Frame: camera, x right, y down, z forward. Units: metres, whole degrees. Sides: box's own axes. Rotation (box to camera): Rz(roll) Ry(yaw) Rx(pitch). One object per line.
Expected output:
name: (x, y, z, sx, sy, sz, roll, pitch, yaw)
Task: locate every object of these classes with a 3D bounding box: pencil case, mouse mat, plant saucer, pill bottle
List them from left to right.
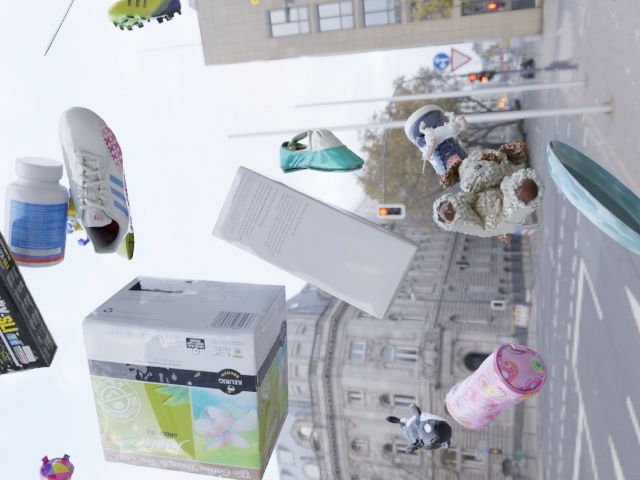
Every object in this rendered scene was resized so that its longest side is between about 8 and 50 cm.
pill bottle: (-0.609, -0.062, 1.163, 0.124, 0.124, 0.221, -34, -42, -68)
pencil case: (-0.806, 0.752, 1.608, 0.236, 0.105, 0.104, -68, -13, 17)
mouse mat: (-0.624, -0.520, 1.296, 0.007, 0.189, 0.152, 27, -78, -34)
pencil case: (0.378, 0.325, 1.194, 0.284, 0.124, 0.124, 107, 178, -56)
plant saucer: (0.549, -0.075, 1.037, 0.043, 0.318, 0.317, -52, 3, 32)

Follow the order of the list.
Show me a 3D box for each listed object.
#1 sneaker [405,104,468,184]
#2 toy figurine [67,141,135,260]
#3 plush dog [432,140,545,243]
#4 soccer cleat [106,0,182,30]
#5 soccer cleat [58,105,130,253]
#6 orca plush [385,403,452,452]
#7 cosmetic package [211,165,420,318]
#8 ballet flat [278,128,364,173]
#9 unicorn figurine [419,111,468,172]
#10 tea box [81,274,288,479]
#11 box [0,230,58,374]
sneaker: (0.372, -0.275, 1.620, 0.350, 0.131, 0.148, 26, -149, -55)
toy figurine: (-0.627, -0.083, 1.457, 0.362, 0.218, 0.191, 111, 146, -55)
plush dog: (0.420, -0.127, 1.337, 0.211, 0.263, 0.225, 32, -131, -49)
soccer cleat: (-0.495, -0.656, 1.488, 0.289, 0.094, 0.121, -50, -57, -54)
soccer cleat: (-0.479, -0.116, 1.161, 0.143, 0.116, 0.331, -102, 8, -52)
orca plush: (0.262, 0.549, 1.538, 0.102, 0.287, 0.151, -37, -77, -24)
cosmetic package: (0.000, 0.000, 1.070, 0.155, 0.366, 0.197, -67, -9, 6)
ballet flat: (-0.011, -0.178, 1.080, 0.083, 0.247, 0.087, -18, -75, -34)
unicorn figurine: (0.297, -0.265, 1.366, 0.060, 0.162, 0.111, 40, -155, -37)
tea box: (-0.247, 0.263, 1.077, 0.220, 0.329, 0.323, -62, -28, -67)
box: (-0.732, 0.145, 1.112, 0.079, 0.257, 0.321, -106, 7, -58)
